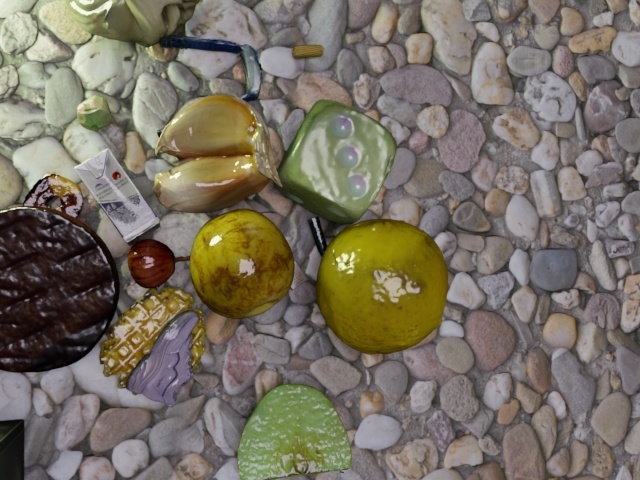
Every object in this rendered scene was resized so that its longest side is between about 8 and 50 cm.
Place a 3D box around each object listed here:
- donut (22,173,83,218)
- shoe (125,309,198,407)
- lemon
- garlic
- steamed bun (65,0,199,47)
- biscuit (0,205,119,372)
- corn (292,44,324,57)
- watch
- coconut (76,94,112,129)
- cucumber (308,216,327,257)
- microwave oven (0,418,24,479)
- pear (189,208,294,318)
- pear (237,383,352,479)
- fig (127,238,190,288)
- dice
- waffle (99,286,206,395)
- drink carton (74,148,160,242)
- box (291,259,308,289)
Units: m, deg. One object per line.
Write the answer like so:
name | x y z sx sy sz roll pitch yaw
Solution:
donut | -0.662 -0.094 1.484 0.141 0.059 0.140 1 86 -14
shoe | -0.359 0.293 1.468 0.138 0.095 0.245 37 87 -15
lemon | 0.160 0.128 1.540 0.350 0.349 0.386 -13 122 -14
garlic | -0.263 -0.205 1.504 0.313 0.249 0.285 -13 119 10
steamed bun | -0.418 -0.623 1.462 0.352 0.339 0.247 -57 136 -21
biscuit | -0.691 0.116 1.428 0.408 0.091 0.406 -2 100 -10
corn | -0.035 -0.533 1.676 0.093 0.037 0.037 -5 88 -13
watch | -0.294 -0.403 1.589 0.275 0.068 0.276 0 88 -14
coconut | -0.575 -0.319 1.510 0.083 0.082 0.081 21 48 -51
cucumber | 0.000 0.000 1.658 0.032 0.032 0.133 -19 93 -14
microwave oven | -0.905 0.592 1.297 0.433 0.236 0.373 -1 88 -14
pear | -0.198 0.058 1.484 0.281 0.281 0.280 1 87 -14
pear | -0.079 0.501 1.566 0.288 0.139 0.239 -4 73 -10
fig | -0.419 0.047 1.498 0.150 0.128 0.128 -43 98 8
dice | 0.036 -0.202 1.566 0.250 0.254 0.251 27 82 -8
waffle | -0.426 0.257 1.522 0.263 0.060 0.280 2 90 -16
drink carton | -0.503 -0.106 1.486 0.102 0.134 0.222 -35 95 -13
box | -0.080 0.089 1.637 0.053 0.024 0.083 -35 94 -14
